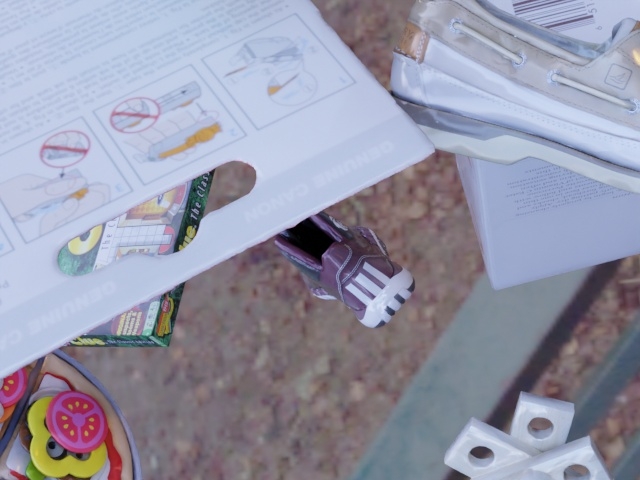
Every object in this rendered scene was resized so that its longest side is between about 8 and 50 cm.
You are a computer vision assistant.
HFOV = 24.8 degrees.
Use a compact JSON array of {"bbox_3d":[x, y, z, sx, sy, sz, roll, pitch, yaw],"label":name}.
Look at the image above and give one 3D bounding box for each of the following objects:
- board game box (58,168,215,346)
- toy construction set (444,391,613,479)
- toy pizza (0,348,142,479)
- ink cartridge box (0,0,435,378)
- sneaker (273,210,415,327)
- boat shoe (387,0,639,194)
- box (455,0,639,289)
[{"bbox_3d":[-0.154,-0.034,1.245,0.136,0.030,0.259,-5,63,38],"label":"board game box"},{"bbox_3d":[0.067,0.232,0.826,0.151,0.327,0.215,3,118,23],"label":"toy construction set"},{"bbox_3d":[-0.202,0.144,0.901,0.032,0.201,0.201,-42,62,52],"label":"toy pizza"},{"bbox_3d":[-0.153,-0.079,0.895,0.385,0.308,0.091,52,163,37],"label":"ink cartridge box"},{"bbox_3d":[0.000,0.000,1.745,0.106,0.162,0.281,-53,22,-4],"label":"sneaker"},{"bbox_3d":[0.193,-0.090,0.930,0.302,0.113,0.103,12,102,4],"label":"boat shoe"},{"bbox_3d":[0.188,-0.124,1.188,0.168,0.345,0.215,-14,70,4],"label":"box"}]
